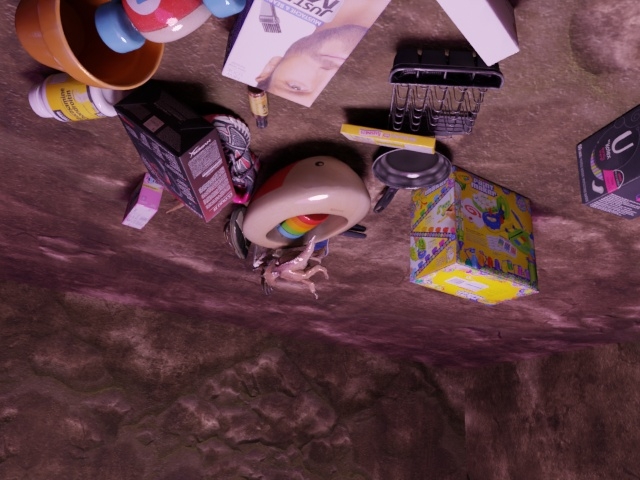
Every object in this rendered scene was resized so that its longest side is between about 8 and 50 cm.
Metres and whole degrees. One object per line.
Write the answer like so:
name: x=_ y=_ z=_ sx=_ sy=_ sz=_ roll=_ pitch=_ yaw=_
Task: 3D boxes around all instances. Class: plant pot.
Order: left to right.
plant pot: x=-0.412 y=-0.368 z=0.862 sx=0.188 sy=0.205 sz=0.205 roll=11 pitch=161 yaw=30

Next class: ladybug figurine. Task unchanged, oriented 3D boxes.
ladybug figurine: x=-0.052 y=-0.097 z=1.353 sx=0.305 sy=0.161 sz=0.449 roll=5 pitch=160 yaw=-33

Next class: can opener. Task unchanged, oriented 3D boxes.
can opener: x=0.070 y=-0.039 z=1.612 sx=0.186 sy=0.059 sz=0.073 roll=19 pitch=152 yaw=-26

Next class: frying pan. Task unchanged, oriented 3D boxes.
frying pan: x=0.237 y=-0.161 z=1.317 sx=0.197 sy=0.053 sz=0.326 roll=2 pitch=157 yaw=8

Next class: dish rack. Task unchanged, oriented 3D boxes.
dish rack: x=0.238 y=-0.280 z=1.028 sx=0.208 sy=0.074 sz=0.271 roll=5 pitch=157 yaw=5

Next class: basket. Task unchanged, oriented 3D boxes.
basket: x=-0.146 y=0.008 z=1.641 sx=0.113 sy=0.167 sz=0.103 roll=16 pitch=149 yaw=-21

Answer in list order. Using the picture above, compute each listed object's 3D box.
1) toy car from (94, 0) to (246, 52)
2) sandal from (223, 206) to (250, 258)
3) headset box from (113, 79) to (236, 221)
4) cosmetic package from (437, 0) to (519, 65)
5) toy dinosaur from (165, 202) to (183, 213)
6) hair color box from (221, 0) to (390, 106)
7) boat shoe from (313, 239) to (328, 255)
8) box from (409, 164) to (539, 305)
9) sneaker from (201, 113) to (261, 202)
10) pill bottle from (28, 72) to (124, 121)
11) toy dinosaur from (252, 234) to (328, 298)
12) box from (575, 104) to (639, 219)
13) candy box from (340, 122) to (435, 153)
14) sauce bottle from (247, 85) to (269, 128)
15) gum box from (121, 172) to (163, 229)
toy car: x=-0.241 y=-0.425 z=0.690 sx=0.219 sy=0.210 sz=0.238 roll=-9 pitch=140 yaw=22
sandal: x=-0.285 y=-0.017 z=1.685 sx=0.086 sy=0.120 sz=0.302 roll=20 pitch=156 yaw=2
headset box: x=-0.325 y=-0.191 z=1.169 sx=0.218 sy=0.110 sz=0.293 roll=37 pitch=158 yaw=19
cosmetic package: x=0.227 y=-0.385 z=0.768 sx=0.060 sy=0.098 sz=0.239 roll=-16 pitch=148 yaw=40
toy dinosaur: x=-0.409 y=-0.140 z=1.521 sx=0.112 sy=0.064 sz=0.211 roll=25 pitch=145 yaw=1
hair color box: x=-0.024 y=-0.381 z=0.827 sx=0.185 sy=0.110 sz=0.339 roll=15 pitch=156 yaw=-22
boat shoe: x=0.000 y=0.000 z=1.704 sx=0.066 sy=0.066 sz=0.183 roll=7 pitch=150 yaw=-8
box: x=0.410 y=-0.004 z=1.347 sx=0.290 sy=0.279 sz=0.177 roll=18 pitch=153 yaw=-24
sneaker: x=-0.222 y=-0.205 z=1.251 sx=0.121 sy=0.112 sz=0.299 roll=-1 pitch=154 yaw=15
pill bottle: x=-0.533 y=-0.314 z=1.090 sx=0.184 sy=0.103 sz=0.103 roll=-2 pitch=154 yaw=16
toy dinosaur: x=-0.090 y=0.080 z=1.453 sx=0.200 sy=0.127 sz=0.295 roll=5 pitch=156 yaw=-11
box: x=0.694 y=-0.179 z=1.035 sx=0.143 sy=0.165 sz=0.270 roll=14 pitch=154 yaw=-17
candy box: x=0.155 y=-0.228 z=1.122 sx=0.206 sy=0.027 sz=0.105 roll=12 pitch=-172 yaw=12
sauce bottle: x=-0.136 y=-0.298 z=1.113 sx=0.042 sy=0.042 sz=0.128 roll=5 pitch=158 yaw=2
gum box: x=-0.543 y=-0.115 z=1.525 sx=0.062 sy=0.107 sz=0.188 roll=20 pitch=152 yaw=-29
